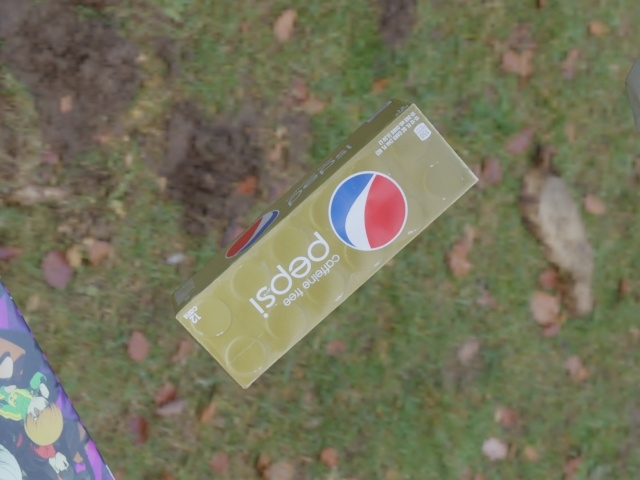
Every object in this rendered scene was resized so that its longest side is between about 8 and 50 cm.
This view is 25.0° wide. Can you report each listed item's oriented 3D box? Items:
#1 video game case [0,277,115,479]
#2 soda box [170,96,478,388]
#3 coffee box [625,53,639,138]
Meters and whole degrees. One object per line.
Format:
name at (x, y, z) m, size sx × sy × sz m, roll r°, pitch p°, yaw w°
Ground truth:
video game case at (-0.222, 0.127, 0.708) m, size 0.232 × 0.042 × 0.210 m, roll -36°, pitch 105°, yaw -39°
soda box at (0.000, 0.000, 0.836) m, size 0.181 × 0.058 × 0.061 m, roll -42°, pitch 103°, yaw 0°
coffee box at (0.473, -0.094, 1.061) m, size 0.334 × 0.337 × 0.338 m, roll 8°, pitch 48°, yaw -15°
